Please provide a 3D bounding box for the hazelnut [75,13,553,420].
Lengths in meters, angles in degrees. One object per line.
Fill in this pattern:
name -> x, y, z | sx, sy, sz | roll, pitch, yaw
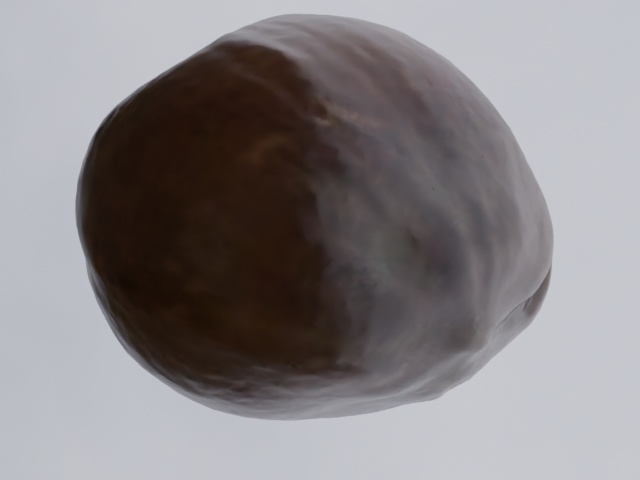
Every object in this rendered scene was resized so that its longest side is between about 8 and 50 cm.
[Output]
hazelnut -> 0.000, 0.000, 0.586 | 0.143, 0.154, 0.143 | 6, -81, 39
